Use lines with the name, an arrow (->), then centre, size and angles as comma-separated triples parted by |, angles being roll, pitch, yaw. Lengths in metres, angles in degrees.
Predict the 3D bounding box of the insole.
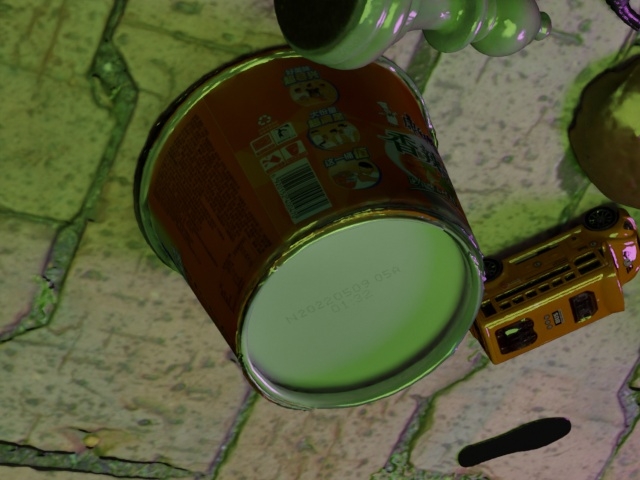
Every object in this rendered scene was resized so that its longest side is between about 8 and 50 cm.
insole -> 0.215, 0.223, 2.098 | 0.135, 0.002, 0.045 | -17, 131, -9

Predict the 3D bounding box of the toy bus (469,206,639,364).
toy bus -> 0.240, 0.047, 1.906 | 0.194, 0.088, 0.083 | -24, 132, -3

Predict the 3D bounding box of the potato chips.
potato chips -> 0.331, -0.096, 1.858 | 0.150, 0.049, 0.201 | -38, 126, 2

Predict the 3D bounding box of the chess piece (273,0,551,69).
chess piece -> 0.100, -0.203, 1.637 | 0.272, 0.139, 0.139 | 6, 125, -41

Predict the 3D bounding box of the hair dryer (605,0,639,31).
hair dryer -> 0.280, -0.269, 1.699 | 0.195, 0.075, 0.219 | -34, 143, -6

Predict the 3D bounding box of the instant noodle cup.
instant noodle cup -> 0.000, 0.000, 1.682 | 0.296, 0.214, 0.296 | -12, 132, -14
